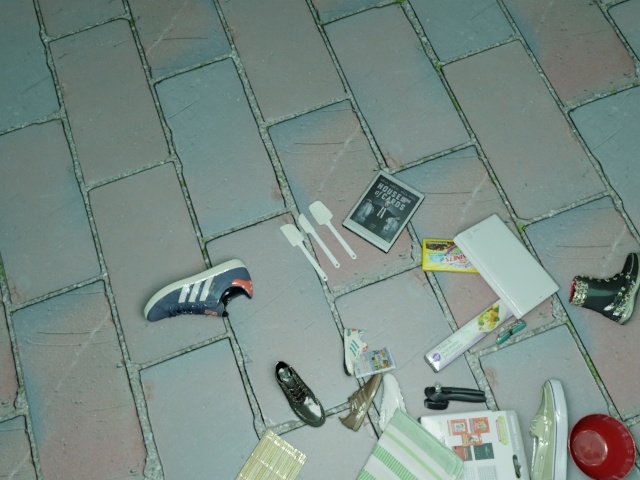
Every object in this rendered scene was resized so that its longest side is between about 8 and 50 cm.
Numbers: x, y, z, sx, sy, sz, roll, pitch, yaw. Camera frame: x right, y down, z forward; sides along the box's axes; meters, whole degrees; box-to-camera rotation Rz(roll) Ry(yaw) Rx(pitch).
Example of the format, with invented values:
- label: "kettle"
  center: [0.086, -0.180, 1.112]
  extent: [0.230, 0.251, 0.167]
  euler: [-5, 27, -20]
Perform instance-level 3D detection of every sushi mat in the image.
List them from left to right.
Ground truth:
- label: "sushi mat"
  center: [-0.181, 0.724, 1.769]
  extent: [0.151, 0.019, 0.317]
  euler: [30, 75, 12]

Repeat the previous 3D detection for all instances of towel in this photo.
- label: "towel"
  center: [0.221, 0.666, 1.668]
  extent: [0.247, 0.038, 0.325]
  euler: [33, 97, 37]

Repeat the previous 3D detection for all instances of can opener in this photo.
- label: "can opener"
  center: [0.399, 0.459, 1.817]
  extent: [0.185, 0.073, 0.059]
  euler: [-3, 32, -1]

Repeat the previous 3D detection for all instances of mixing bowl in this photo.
- label: "mixing bowl"
  center: [0.775, 0.584, 1.721]
  extent: [0.181, 0.098, 0.182]
  euler: [-1, 71, 2]

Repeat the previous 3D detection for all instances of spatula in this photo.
- label: "spatula"
  center: [0.000, 0.000, 2.011]
  extent: [0.168, 0.019, 0.242]
  euler: [-35, 72, -10]

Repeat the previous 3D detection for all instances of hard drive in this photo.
- label: "hard drive"
  center: [0.580, 0.074, 1.903]
  extent: [0.203, 0.040, 0.308]
  euler: [-25, 70, -33]

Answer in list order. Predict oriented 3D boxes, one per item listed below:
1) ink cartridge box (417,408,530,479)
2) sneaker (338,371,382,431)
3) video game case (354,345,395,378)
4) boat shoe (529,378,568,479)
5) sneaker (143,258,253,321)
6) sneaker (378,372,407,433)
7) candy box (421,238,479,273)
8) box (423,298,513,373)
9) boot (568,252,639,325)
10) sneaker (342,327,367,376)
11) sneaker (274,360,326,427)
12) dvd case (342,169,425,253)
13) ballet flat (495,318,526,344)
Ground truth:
- label: "ink cartridge box"
  center: [0.429, 0.640, 1.703]
  extent: [0.271, 0.130, 0.310]
  euler: [-6, 71, 3]
- label: "sneaker"
  center: [0.120, 0.467, 1.816]
  extent: [0.071, 0.066, 0.189]
  euler: [25, 73, 12]
- label: "video game case"
  center: [0.158, 0.369, 1.853]
  extent: [0.121, 0.011, 0.087]
  euler: [-14, 36, -2]
- label: "boat shoe"
  center: [0.646, 0.547, 1.740]
  extent: [0.094, 0.109, 0.303]
  euler: [2, 73, 8]
- label: "sneaker"
  center: [-0.373, 0.193, 1.904]
  extent: [0.349, 0.131, 0.148]
  euler: [-26, 67, -6]
- label: "sneaker"
  center: [0.209, 0.508, 1.790]
  extent: [0.094, 0.090, 0.235]
  euler: [-15, 69, 8]
- label: "candy box"
  center: [0.430, 0.051, 1.964]
  extent: [0.205, 0.027, 0.105]
  euler: [2, 74, 4]
- label: "box"
  center: [0.461, 0.283, 1.861]
  extent: [0.323, 0.067, 0.063]
  euler: [-35, 71, -8]
- label: "boot"
  center: [0.881, 0.125, 1.884]
  extent: [0.178, 0.085, 0.237]
  euler: [18, 73, 12]
- label: "sneaker"
  center: [0.107, 0.335, 1.850]
  extent: [0.075, 0.057, 0.161]
  euler: [1, 47, -1]
- label: "sneaker"
  center: [-0.068, 0.456, 1.802]
  extent: [0.083, 0.118, 0.222]
  euler: [-38, 73, -10]
- label: "dvd case"
  center: [0.210, -0.098, 2.028]
  extent: [0.179, 0.030, 0.239]
  euler: [32, 76, 13]
- label: "ballet flat"
  center: [0.576, 0.278, 1.876]
  extent: [0.114, 0.041, 0.041]
  euler: [-32, 72, -8]
